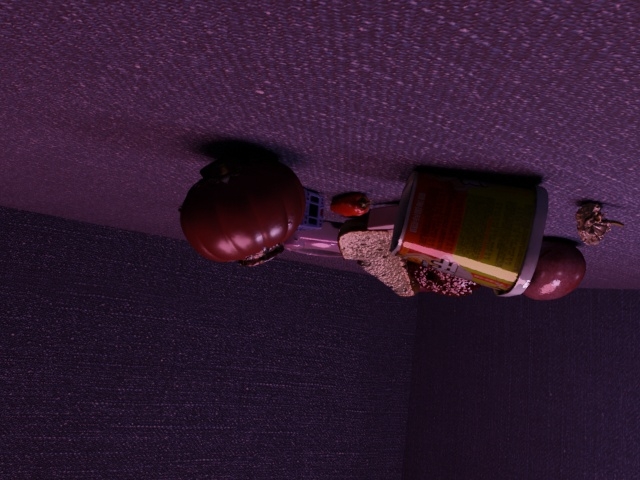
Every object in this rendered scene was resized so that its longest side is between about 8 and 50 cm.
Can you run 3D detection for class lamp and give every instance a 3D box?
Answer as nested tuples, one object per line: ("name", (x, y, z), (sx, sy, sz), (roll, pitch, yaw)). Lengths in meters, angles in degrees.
("lamp", (-0.184, -0.074, 1.595), (0.303, 0.257, 0.303), (-20, -164, 6))

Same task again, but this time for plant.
("plant", (0.708, -0.043, 1.703), (0.121, 0.105, 0.116), (-2, 160, 14))

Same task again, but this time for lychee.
("lychee", (0.409, 0.055, 2.142), (0.260, 0.261, 0.260), (6, 172, 1))

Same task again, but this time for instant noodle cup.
("instant noodle cup", (0.338, -0.029, 1.600), (0.307, 0.294, 0.294), (13, 173, 1))

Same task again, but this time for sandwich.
("sandwich", (0.198, 0.053, 2.279), (0.254, 0.289, 0.100), (-3, -148, 25))

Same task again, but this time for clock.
("clock", (0.000, 0.000, 2.587), (0.295, 0.114, 0.322), (7, 173, -6))

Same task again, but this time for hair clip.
("hair clip", (0.265, -0.070, 1.939), (0.101, 0.085, 0.330), (20, 166, -29))

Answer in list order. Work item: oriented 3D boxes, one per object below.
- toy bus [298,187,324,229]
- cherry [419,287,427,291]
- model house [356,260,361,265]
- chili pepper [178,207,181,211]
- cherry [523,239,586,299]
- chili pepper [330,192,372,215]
("toy bus", (-0.124, -0.082, 2.022), (0.133, 0.126, 0.292), (13, 169, -42))
("cherry", (0.427, 0.102, 2.671), (0.300, 0.203, 0.230), (-10, 167, 12))
("model house", (0.252, 0.027, 2.414), (0.219, 0.136, 0.207), (-18, -137, -23))
("chili pepper", (-0.389, -0.058, 2.418), (0.338, 0.131, 0.134), (7, 163, 12))
("cherry", (0.779, 0.102, 2.310), (0.285, 0.213, 0.236), (1, -174, -37))
("chili pepper", (0.082, -0.102, 1.960), (0.071, 0.063, 0.272), (23, 169, -23))
